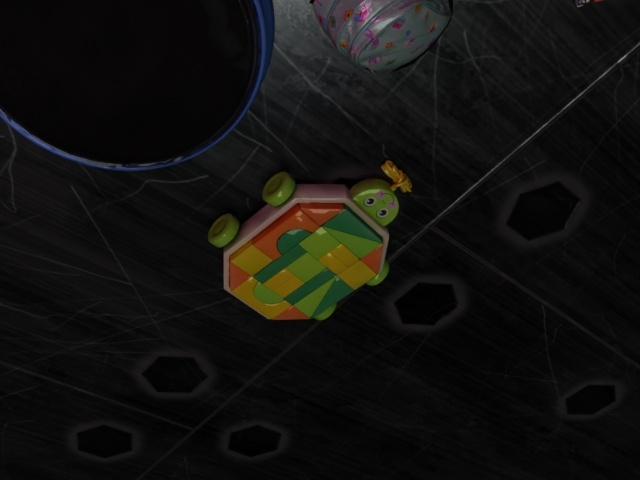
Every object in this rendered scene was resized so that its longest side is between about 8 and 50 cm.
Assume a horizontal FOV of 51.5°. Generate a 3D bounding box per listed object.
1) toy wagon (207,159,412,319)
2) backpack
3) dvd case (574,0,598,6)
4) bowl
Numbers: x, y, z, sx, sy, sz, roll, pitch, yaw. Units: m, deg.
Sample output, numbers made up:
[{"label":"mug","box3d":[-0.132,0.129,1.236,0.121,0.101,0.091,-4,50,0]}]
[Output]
[{"label":"toy wagon","box3d":[0.000,0.000,1.074,0.344,0.068,0.267,-35,127,21]},{"label":"backpack","box3d":[0.076,-0.268,0.778,0.152,0.115,0.182,-47,162,25]},{"label":"dvd case","box3d":[0.391,-0.358,0.854,0.119,0.013,0.087,-12,131,4]},{"label":"bowl","box3d":[-0.250,-0.255,0.813,0.391,0.077,0.391,-4,131,-5]}]
